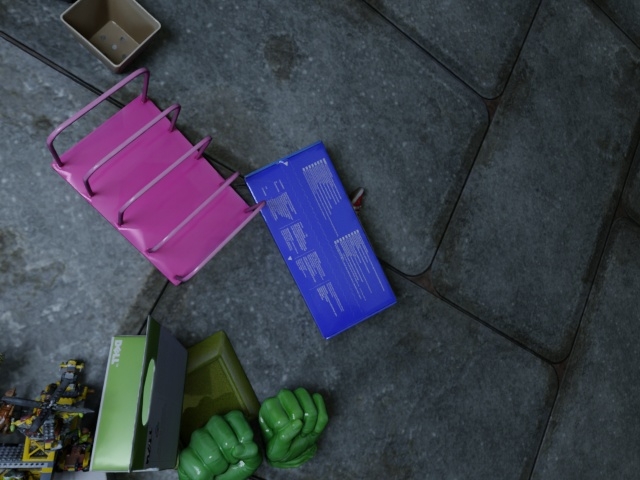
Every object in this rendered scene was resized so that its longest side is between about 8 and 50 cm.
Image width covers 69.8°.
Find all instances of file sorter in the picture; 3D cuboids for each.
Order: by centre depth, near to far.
[{"bbox_3d":[-0.261,-0.095,0.758,0.291,0.182,0.202,48,71,-13],"label":"file sorter"}]

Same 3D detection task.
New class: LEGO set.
[{"bbox_3d":[-0.468,0.204,0.618,0.331,0.255,0.192,12,99,-14],"label":"LEGO set"}]

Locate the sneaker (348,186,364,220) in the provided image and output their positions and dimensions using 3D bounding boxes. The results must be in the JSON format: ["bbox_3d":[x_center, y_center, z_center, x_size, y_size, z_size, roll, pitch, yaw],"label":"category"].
[{"bbox_3d":[0.075,-0.050,0.972,0.067,0.042,0.118,33,83,-14],"label":"sneaker"}]

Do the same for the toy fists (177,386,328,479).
[{"bbox_3d":[-0.109,0.354,0.806,0.279,0.096,0.142,-11,117,-29],"label":"toy fists"}]

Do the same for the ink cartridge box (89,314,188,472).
[{"bbox_3d":[-0.265,0.224,0.652,0.097,0.255,0.189,1,65,-4],"label":"ink cartridge box"}]

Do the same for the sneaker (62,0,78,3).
[{"bbox_3d":[-0.406,-0.519,0.769,0.135,0.097,0.276,26,79,-19],"label":"sneaker"}]

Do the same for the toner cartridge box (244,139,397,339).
[{"bbox_3d":[0.000,0.000,0.900,0.165,0.075,0.348,-26,97,-8],"label":"toner cartridge box"}]

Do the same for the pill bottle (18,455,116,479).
[{"bbox_3d":[-0.449,0.421,0.662,0.283,0.160,0.160,-12,92,-23],"label":"pill bottle"}]

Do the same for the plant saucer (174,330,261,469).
[{"bbox_3d":[-0.216,0.291,0.829,0.188,0.045,0.188,-27,98,-22],"label":"plant saucer"}]

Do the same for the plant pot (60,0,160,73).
[{"bbox_3d":[-0.352,-0.349,0.782,0.109,0.096,0.109,41,73,-15],"label":"plant pot"}]
